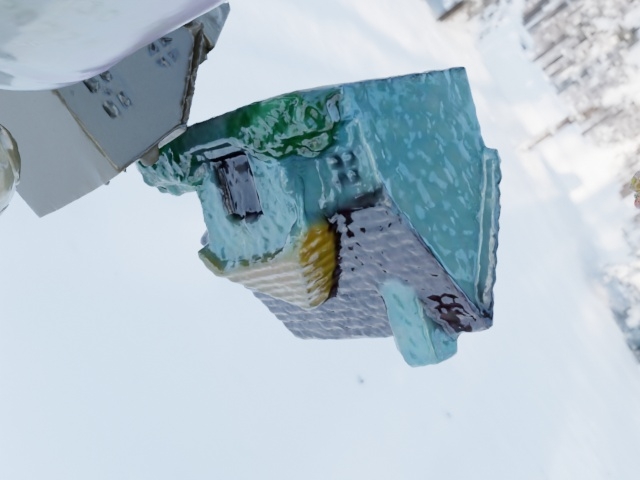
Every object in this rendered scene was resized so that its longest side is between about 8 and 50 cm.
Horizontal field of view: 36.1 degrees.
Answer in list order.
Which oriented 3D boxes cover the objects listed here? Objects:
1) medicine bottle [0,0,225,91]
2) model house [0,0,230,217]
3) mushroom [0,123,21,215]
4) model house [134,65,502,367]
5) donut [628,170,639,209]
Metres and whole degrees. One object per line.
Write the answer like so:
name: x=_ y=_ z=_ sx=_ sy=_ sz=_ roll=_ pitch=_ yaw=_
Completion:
medicine bottle: x=-0.097 y=-0.233 z=0.494 sx=0.241 sy=0.302 sz=0.241 roll=34 pitch=46 yaw=-44
model house: x=-0.169 y=-0.164 z=0.839 sx=0.248 sy=0.181 sz=0.176 roll=-45 pitch=106 yaw=-37
mushroom: x=-0.248 y=-0.096 z=0.589 sx=0.092 sy=0.081 sz=0.223 roll=16 pitch=33 yaw=-53
model house: x=0.000 y=0.000 z=0.890 sx=0.230 sy=0.280 sz=0.249 roll=-15 pitch=93 yaw=-41
donut: x=0.366 y=-0.111 z=0.829 sx=0.199 sy=0.233 sz=0.085 roll=-5 pitch=19 yaw=-29
